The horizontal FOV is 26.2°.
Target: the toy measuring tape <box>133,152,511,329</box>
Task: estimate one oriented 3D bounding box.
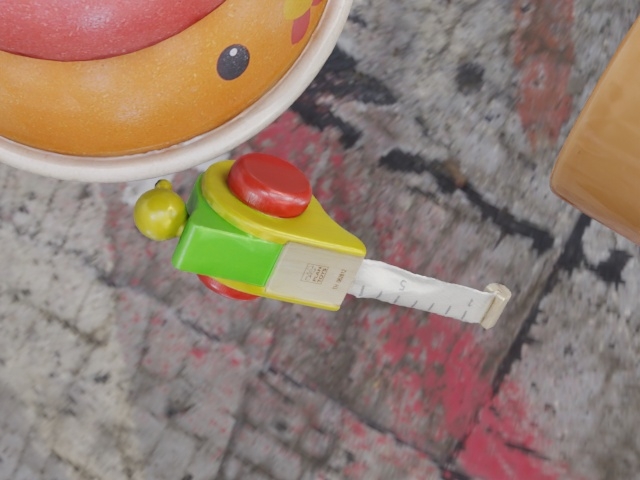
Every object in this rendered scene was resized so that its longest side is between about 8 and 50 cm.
[{"bbox_3d":[0.000,0.000,1.142,0.330,0.121,0.121,12,109,-24],"label":"toy measuring tape"}]

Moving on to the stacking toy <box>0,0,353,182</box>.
[{"bbox_3d":[-0.152,-0.244,0.764,0.351,0.480,0.350,0,80,2],"label":"stacking toy"}]

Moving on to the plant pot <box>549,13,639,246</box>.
[{"bbox_3d":[0.281,-0.080,0.680,0.203,0.291,0.291,39,109,12],"label":"plant pot"}]
